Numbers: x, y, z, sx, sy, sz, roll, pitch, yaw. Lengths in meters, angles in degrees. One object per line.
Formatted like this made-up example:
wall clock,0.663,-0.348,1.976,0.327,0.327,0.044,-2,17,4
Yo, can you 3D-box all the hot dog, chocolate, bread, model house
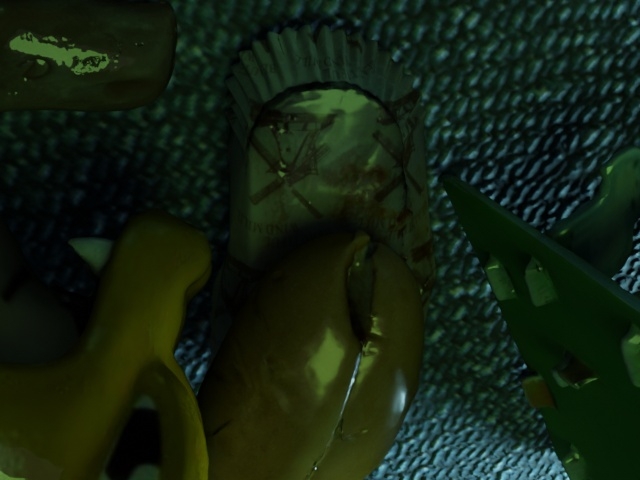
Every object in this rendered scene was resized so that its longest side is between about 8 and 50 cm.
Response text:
hot dog,0.000,0.000,0.669,0.131,0.069,0.253,-4,125,-9
chocolate,-0.116,-0.083,0.578,0.100,0.031,0.064,0,130,-24
bread,-0.005,0.083,0.639,0.114,0.077,0.189,14,125,-13
model house,0.283,0.021,0.742,0.313,0.242,0.358,-40,130,-11

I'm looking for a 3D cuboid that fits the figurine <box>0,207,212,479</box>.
figurine,-0.242,0.138,0.543,0.387,0.268,0.401,3,114,-8
